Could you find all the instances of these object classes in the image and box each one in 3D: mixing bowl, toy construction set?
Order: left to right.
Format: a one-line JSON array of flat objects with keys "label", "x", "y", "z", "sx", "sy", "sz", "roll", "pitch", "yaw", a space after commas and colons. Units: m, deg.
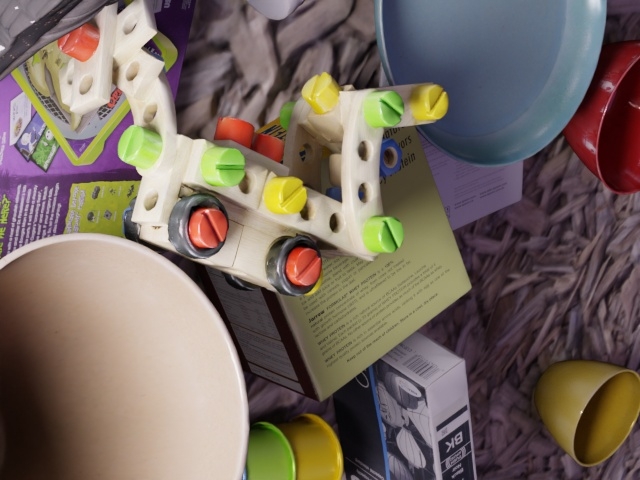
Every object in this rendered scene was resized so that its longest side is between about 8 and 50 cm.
[{"label": "toy construction set", "x": -0.055, "y": -0.074, "z": 1.218, "sx": 0.328, "sy": 0.151, "sz": 0.215, "roll": 20, "pitch": 78, "yaw": -28}, {"label": "mixing bowl", "x": 0.332, "y": -0.153, "z": 1.750, "sx": 0.181, "sy": 0.098, "sz": 0.181, "roll": -25, "pitch": 130, "yaw": -34}]

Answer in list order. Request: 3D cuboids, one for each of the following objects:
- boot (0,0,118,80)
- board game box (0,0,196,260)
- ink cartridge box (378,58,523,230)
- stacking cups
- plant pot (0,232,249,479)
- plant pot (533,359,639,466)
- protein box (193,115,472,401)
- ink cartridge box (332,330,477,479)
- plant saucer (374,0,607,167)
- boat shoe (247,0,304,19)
[{"label": "boot", "x": -0.190, "y": -0.173, "z": 1.087, "sx": 0.223, "sy": 0.338, "sz": 0.118, "roll": -33, "pitch": 100, "yaw": -49}, {"label": "board game box", "x": -0.210, "y": -0.112, "z": 1.262, "sx": 0.208, "sy": 0.056, "sz": 0.346, "roll": -7, "pitch": 117, "yaw": -48}, {"label": "ink cartridge box", "x": 0.125, "y": -0.113, "z": 1.601, "sx": 0.223, "sy": 0.045, "sz": 0.224, "roll": -22, "pitch": 125, "yaw": -36}, {"label": "stacking cups", "x": -0.118, "y": 0.235, "z": 1.521, "sx": 0.316, "sy": 0.096, "sz": 0.096, "roll": -4, "pitch": 115, "yaw": -45}, {"label": "plant pot", "x": -0.236, "y": 0.144, "z": 1.194, "sx": 0.257, "sy": 0.274, "sz": 0.256, "roll": 10, "pitch": 74, "yaw": -37}, {"label": "plant pot", "x": 0.325, "y": 0.202, "z": 1.955, "sx": 0.134, "sy": 0.095, "sz": 0.134, "roll": -24, "pitch": 128, "yaw": -34}, {"label": "protein box", "x": 0.000, "y": 0.000, "z": 1.437, "sx": 0.200, "sy": 0.136, "sz": 0.201, "roll": -35, "pitch": 118, "yaw": -26}, {"label": "ink cartridge box", "x": 0.093, "y": 0.229, "z": 1.681, "sx": 0.065, "sy": 0.165, "sz": 0.332, "roll": -34, "pitch": 132, "yaw": -27}, {"label": "plant saucer", "x": 0.162, "y": -0.231, "z": 1.522, "sx": 0.318, "sy": 0.044, "sz": 0.317, "roll": -9, "pitch": 103, "yaw": -40}, {"label": "boat shoe", "x": -0.042, "y": -0.306, "z": 1.282, "sx": 0.088, "sy": 0.096, "sz": 0.267, "roll": -44, "pitch": 138, "yaw": -24}]
